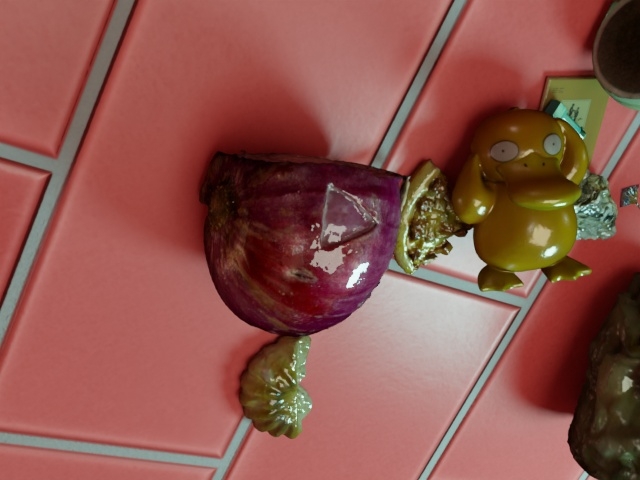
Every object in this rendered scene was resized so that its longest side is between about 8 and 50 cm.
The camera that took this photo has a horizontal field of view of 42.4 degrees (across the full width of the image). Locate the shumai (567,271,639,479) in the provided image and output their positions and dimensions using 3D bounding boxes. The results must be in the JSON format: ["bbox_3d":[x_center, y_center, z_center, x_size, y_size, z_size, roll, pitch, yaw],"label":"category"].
[{"bbox_3d":[0.607,0.226,1.419,0.395,0.395,0.348,-16,102,-16],"label":"shumai"}]

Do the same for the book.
[{"bbox_3d":[0.372,-0.163,1.244,0.118,0.012,0.172,-5,119,-22],"label":"book"}]

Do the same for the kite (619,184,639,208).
[{"bbox_3d":[0.517,-0.062,1.373,0.044,0.002,0.078,-32,125,-5],"label":"kite"}]

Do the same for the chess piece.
[{"bbox_3d":[0.539,-0.245,1.208,0.298,0.176,0.176,14,111,-44],"label":"chess piece"}]

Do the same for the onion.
[{"bbox_3d":[-0.026,0.005,1.022,0.272,0.256,0.231,13,97,-6],"label":"onion"}]

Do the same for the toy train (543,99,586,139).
[{"bbox_3d":[0.357,-0.166,1.212,0.092,0.029,0.045,33,91,-33],"label":"toy train"}]

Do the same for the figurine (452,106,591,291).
[{"bbox_3d":[0.284,-0.058,1.163,0.215,0.215,0.228,-18,134,-15],"label":"figurine"}]

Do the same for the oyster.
[{"bbox_3d":[0.405,-0.048,1.289,0.177,0.064,0.125,-4,137,-25],"label":"oyster"}]

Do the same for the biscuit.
[{"bbox_3d":[-0.063,0.232,1.240,0.118,0.061,0.183,-8,121,-18],"label":"biscuit"}]

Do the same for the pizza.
[{"bbox_3d":[0.168,-0.034,1.203,0.134,0.046,0.175,-9,120,-19],"label":"pizza"}]
